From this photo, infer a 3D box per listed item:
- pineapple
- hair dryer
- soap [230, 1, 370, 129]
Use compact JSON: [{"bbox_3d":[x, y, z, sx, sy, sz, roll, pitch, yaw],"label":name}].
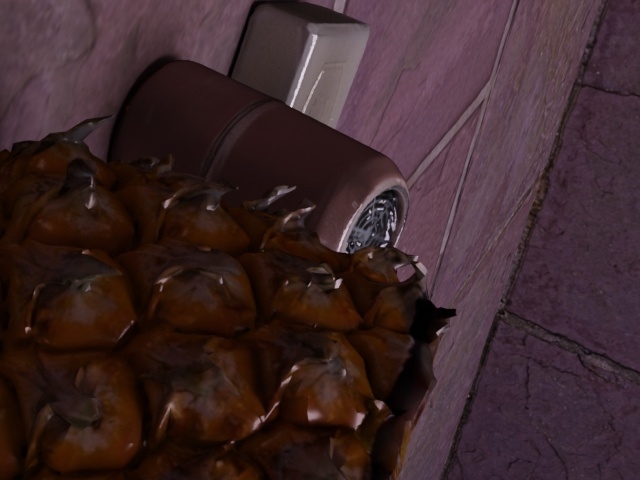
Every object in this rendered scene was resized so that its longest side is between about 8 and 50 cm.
[{"bbox_3d":[-0.115,0.118,0.744,0.352,0.300,0.352,18,90,-84],"label":"pineapple"},{"bbox_3d":[0.000,0.000,1.084,0.107,0.189,0.344,-59,154,-8],"label":"hair dryer"},{"bbox_3d":[-0.034,-0.097,1.177,0.121,0.063,0.183,-22,134,-66],"label":"soap"}]
